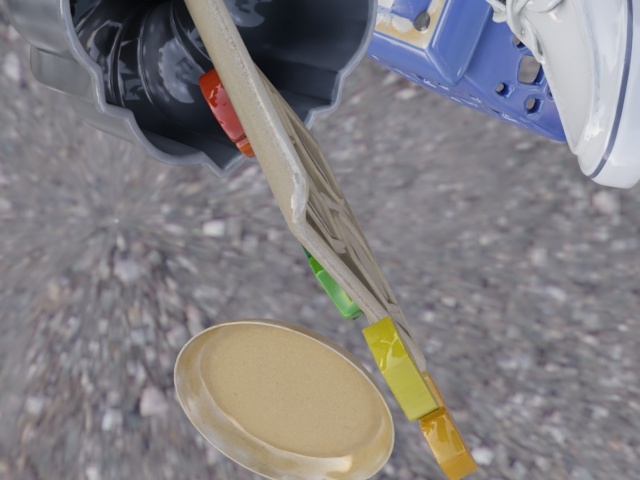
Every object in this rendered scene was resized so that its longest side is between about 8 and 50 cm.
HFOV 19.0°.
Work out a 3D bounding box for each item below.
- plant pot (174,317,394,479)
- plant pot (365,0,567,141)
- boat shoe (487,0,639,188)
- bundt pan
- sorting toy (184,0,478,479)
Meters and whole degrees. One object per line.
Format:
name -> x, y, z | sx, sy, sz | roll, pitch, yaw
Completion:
plant pot -> -0.033, 0.160, 1.937 | 0.236, 0.236, 0.032 | 33, 46, -5
plant pot -> 0.135, -0.246, 1.766 | 0.212, 0.236, 0.236 | 13, 102, -47
boat shoe -> 0.138, -0.151, 1.097 | 0.088, 0.096, 0.268 | 5, 63, -13
bundt pan -> -0.102, -0.217, 1.373 | 0.330, 0.124, 0.331 | -13, 108, -46
sorting toy -> 0.000, 0.000, 1.191 | 0.041, 0.229, 0.307 | -29, 52, 5
